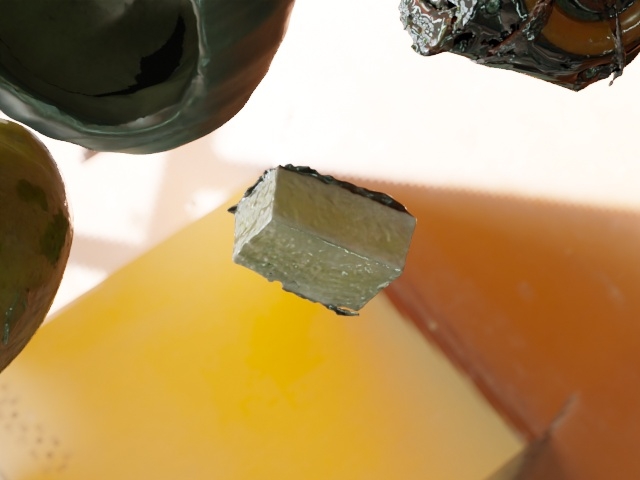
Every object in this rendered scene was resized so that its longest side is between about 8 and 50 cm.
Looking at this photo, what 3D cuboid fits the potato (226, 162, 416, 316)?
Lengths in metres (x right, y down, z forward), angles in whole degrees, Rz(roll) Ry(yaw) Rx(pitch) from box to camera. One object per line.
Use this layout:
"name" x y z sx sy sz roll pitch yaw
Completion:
"potato" -0.002 -0.001 1.443 0.122 0.061 0.086 21 137 -22

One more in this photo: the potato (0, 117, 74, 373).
"potato" -0.236 0.005 1.209 0.160 0.272 0.111 43 132 0

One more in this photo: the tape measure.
"tape measure" 0.180 -0.219 1.469 0.135 0.202 0.223 41 112 50

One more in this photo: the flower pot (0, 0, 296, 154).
"flower pot" -0.108 -0.158 0.911 0.189 0.157 0.243 -15 115 17
